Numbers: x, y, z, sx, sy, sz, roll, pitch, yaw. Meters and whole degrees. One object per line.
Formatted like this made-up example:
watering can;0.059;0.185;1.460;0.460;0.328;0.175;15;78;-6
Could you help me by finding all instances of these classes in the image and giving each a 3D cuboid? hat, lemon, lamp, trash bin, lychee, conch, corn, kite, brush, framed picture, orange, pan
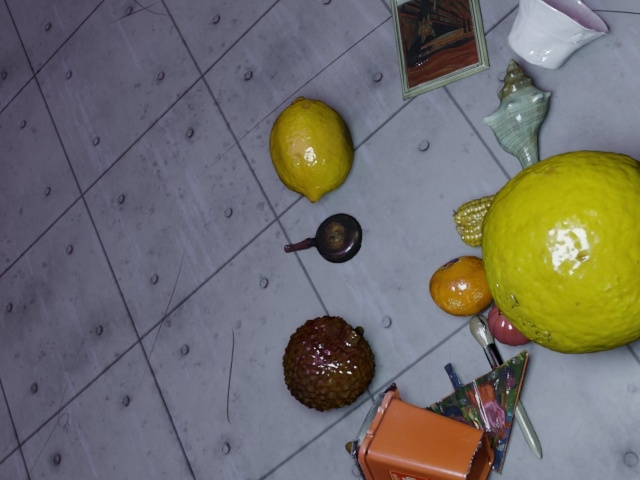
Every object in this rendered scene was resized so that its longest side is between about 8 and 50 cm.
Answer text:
hat;0.447;-0.417;1.854;0.203;0.203;0.126;56;129;32
lemon;0.459;0.014;1.614;0.387;0.349;0.350;-34;60;28
lamp;0.370;0.151;1.786;0.107;0.092;0.107;-13;39;11
trash bin;0.200;0.390;1.776;0.238;0.161;0.184;9;51;28
lychee;0.021;0.249;1.946;0.238;0.200;0.200;-50;54;33
conch;0.382;-0.244;1.878;0.137;0.114;0.234;16;92;50
corn;0.398;-0.072;1.832;0.291;0.101;0.101;-25;64;23
kite;0.299;0.338;1.812;0.321;0.016;0.234;-38;63;32
brush;0.357;0.274;1.798;0.042;0.039;0.299;-34;62;22
lemon;-0.023;-0.207;2.099;0.188;0.188;0.257;-17;73;30
framed picture;0.257;-0.465;2.080;0.216;0.016;0.273;-17;68;30
orange;0.284;0.092;1.843;0.135;0.135;0.117;-37;98;22
pan;-0.002;-0.001;2.120;0.212;0.040;0.115;-9;67;32

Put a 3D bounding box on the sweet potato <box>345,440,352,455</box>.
sweet potato;0.168;0.499;1.849;0.346;0.079;0.108;16;64;39
